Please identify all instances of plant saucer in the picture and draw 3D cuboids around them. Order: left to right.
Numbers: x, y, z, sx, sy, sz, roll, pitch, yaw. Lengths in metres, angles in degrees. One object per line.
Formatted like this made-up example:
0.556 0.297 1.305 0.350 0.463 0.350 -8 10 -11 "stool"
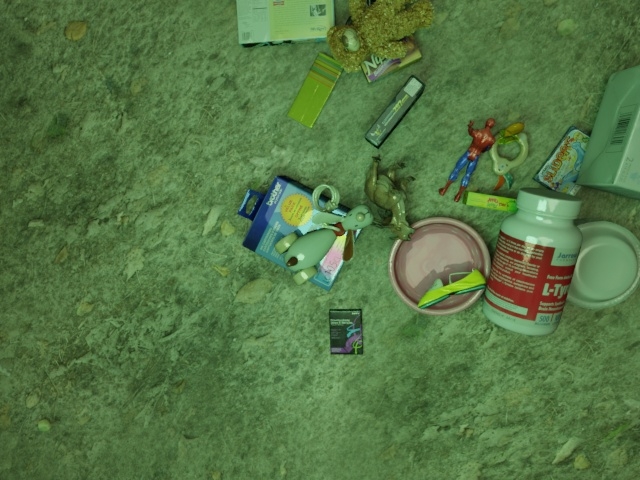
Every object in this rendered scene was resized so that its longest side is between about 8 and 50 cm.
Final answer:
0.392 0.082 1.673 0.332 0.084 0.332 1 98 7 "plant saucer"

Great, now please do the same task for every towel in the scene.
-0.015 -0.505 1.687 0.102 0.021 0.237 31 101 8 "towel"

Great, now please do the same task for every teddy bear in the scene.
0.181 -0.660 1.526 0.338 0.113 0.245 -13 118 5 "teddy bear"

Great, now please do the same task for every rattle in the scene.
0.602 -0.256 1.581 0.130 0.143 0.199 15 93 -13 "rattle"

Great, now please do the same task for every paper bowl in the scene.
0.867 0.077 1.580 0.284 0.148 0.284 1 98 6 "paper bowl"

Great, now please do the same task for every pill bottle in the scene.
0.640 0.058 1.501 0.229 0.229 0.407 9 108 6 "pill bottle"

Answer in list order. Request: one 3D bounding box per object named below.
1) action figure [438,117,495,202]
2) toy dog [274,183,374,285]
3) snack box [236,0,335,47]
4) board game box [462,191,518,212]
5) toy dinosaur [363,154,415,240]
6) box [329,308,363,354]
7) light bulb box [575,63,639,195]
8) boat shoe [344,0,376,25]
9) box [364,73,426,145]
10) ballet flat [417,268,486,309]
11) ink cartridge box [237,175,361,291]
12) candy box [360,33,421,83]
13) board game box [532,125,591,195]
0.484 -0.277 1.624 0.092 0.139 0.280 25 122 1 "action figure"
0.000 0.000 1.524 0.220 0.161 0.333 35 100 1 "toy dog"
-0.113 -0.747 1.648 0.322 0.060 0.187 -1 97 7 "snack box"
0.560 -0.123 1.621 0.181 0.092 0.043 10 97 6 "board game box"
0.202 -0.145 1.621 0.295 0.127 0.200 62 143 33 "toy dinosaur"
0.090 0.322 1.768 0.116 0.029 0.162 -2 95 8 "box"
1.016 -0.287 1.457 0.361 0.225 0.357 14 98 -2 "light bulb box"
0.177 -0.743 1.601 0.255 0.079 0.095 -34 95 11 "boat shoe"
0.233 -0.399 1.583 0.059 0.183 0.232 40 101 2 "box"
0.413 0.151 1.608 0.231 0.077 0.077 -20 73 6 "ballet flat"
-0.078 -0.044 1.688 0.396 0.151 0.270 27 99 5 "ink cartridge box"
0.220 -0.599 1.627 0.187 0.053 0.109 -23 93 8 "candy box"
0.800 -0.245 1.604 0.136 0.035 0.201 33 99 2 "board game box"
